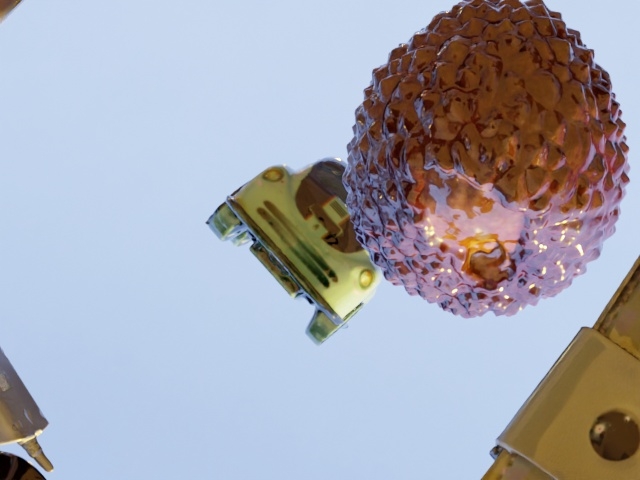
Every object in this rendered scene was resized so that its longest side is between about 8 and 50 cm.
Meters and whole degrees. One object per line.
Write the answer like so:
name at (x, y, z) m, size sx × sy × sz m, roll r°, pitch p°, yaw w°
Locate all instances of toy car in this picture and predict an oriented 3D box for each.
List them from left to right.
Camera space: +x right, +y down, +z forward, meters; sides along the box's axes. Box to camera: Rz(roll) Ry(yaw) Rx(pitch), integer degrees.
toy car at (0.000, 0.000, 1.573) m, size 0.125 × 0.306 × 0.136 m, roll -42°, pitch -94°, yaw 1°

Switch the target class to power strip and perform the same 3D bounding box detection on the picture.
power strip at (-0.264, 0.062, 1.353) m, size 0.253 × 0.027 × 0.060 m, roll 58°, pitch -165°, yaw 1°

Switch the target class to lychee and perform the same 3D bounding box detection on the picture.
lychee at (0.100, -0.058, 1.155) m, size 0.188 × 0.188 × 0.188 m, roll 9°, pitch -139°, yaw -8°

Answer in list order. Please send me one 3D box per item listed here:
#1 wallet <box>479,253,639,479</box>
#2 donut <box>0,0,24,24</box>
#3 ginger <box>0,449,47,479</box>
wallet at (0.192, 0.129, 0.898) m, size 0.223 × 0.077 × 0.309 m, roll 31°, pitch -100°, yaw 35°
donut at (-0.172, -0.158, 0.804) m, size 0.160 × 0.330 × 0.330 m, roll 55°, pitch -138°, yaw -14°
ginger at (-0.298, 0.319, 1.463) m, size 0.358 × 0.413 × 0.211 m, roll 29°, pitch -125°, yaw 31°
